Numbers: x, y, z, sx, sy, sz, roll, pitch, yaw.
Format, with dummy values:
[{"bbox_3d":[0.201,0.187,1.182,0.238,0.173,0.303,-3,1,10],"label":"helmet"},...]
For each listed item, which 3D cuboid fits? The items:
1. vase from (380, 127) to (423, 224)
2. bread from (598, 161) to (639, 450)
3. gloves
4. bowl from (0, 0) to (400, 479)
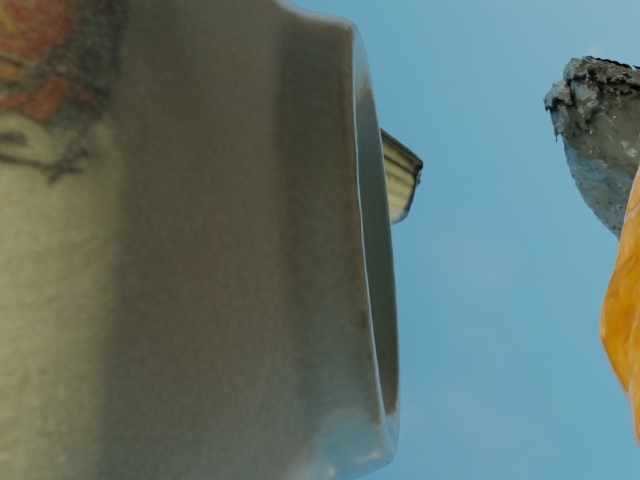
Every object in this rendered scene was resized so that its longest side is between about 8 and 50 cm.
[{"bbox_3d":[-0.029,-0.088,1.079,0.248,0.128,0.128,23,-138,-3],"label":"vase"},{"bbox_3d":[0.157,0.058,0.282,0.129,0.134,0.260,24,-176,-21],"label":"bread"},{"bbox_3d":[0.175,-0.033,0.577,0.153,0.070,0.114,40,-148,7],"label":"gloves"},{"bbox_3d":[-0.072,0.008,0.501,0.435,0.196,0.435,-5,-90,-82],"label":"bowl"}]
